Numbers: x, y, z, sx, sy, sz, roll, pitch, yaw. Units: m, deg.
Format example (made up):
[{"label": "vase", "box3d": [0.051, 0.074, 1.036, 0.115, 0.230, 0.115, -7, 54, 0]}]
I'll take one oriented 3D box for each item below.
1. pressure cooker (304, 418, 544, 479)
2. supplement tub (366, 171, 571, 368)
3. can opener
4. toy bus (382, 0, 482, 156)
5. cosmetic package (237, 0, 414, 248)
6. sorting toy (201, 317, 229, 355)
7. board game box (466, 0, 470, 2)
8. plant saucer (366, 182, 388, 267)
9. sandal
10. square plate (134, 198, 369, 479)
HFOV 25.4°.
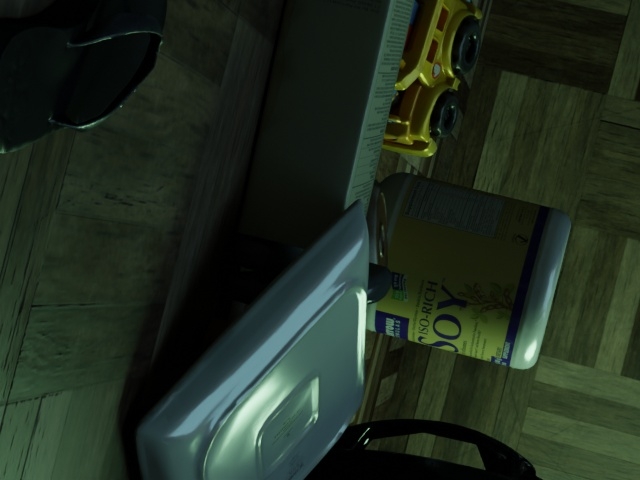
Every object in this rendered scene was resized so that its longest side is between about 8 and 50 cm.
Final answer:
[{"label": "pressure cooker", "box3d": [0.097, 0.432, 1.805, 0.375, 0.370, 0.420, 139, -34, -65]}, {"label": "supplement tub", "box3d": [0.179, 0.036, 2.073, 0.241, 0.331, 0.241, 14, 90, -80]}, {"label": "can opener", "box3d": [-0.001, 0.034, 1.580, 0.283, 0.095, 0.076, -5, 110, -66]}, {"label": "toy bus", "box3d": [0.097, -0.238, 1.826, 0.211, 0.149, 0.220, 23, 84, -67]}, {"label": "cosmetic package", "box3d": [0.012, -0.151, 1.507, 0.160, 0.113, 0.309, -25, 130, -77]}, {"label": "sorting toy", "box3d": [-0.119, 0.236, 1.531, 0.307, 0.041, 0.229, 93, 15, -50]}, {"label": "board game box", "box3d": [0.154, -0.327, 2.111, 0.303, 0.098, 0.224, -56, 159, -65]}, {"label": "plant saucer", "box3d": [0.068, 0.000, 1.847, 0.168, 0.029, 0.168, -1, 90, -80]}, {"label": "sandal", "box3d": [-0.142, -0.104, 0.865, 0.254, 0.054, 0.097, -55, 157, -64]}, {"label": "square plate", "box3d": [-0.047, 0.177, 1.451, 0.347, 0.049, 0.344, -45, 152, -31]}]
